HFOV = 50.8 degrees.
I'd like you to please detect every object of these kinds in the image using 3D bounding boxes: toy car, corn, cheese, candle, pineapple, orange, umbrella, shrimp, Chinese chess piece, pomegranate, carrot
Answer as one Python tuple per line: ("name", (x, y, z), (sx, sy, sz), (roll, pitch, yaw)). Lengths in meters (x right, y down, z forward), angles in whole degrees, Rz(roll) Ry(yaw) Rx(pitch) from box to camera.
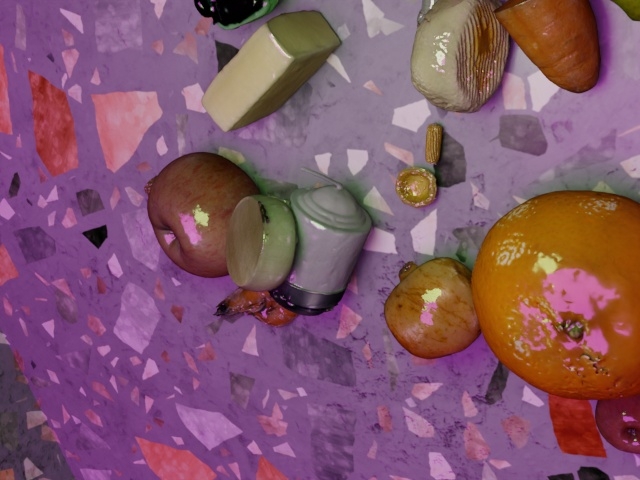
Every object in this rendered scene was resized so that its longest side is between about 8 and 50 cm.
("toy car", (-0.204, -0.677, 1.534), (0.213, 0.176, 0.358), (-12, 105, 36))
("corn", (0.252, -0.215, 1.502), (0.037, 0.037, 0.092), (13, 114, 28))
("cheese", (-0.115, -0.387, 1.538), (0.265, 0.242, 0.124), (-37, 87, 37))
("candle", (0.000, 0.000, 1.636), (0.221, 0.221, 0.342), (34, 121, 17))
("pineapple", (-0.439, -0.116, 1.964), (0.159, 0.074, 0.074), (42, 125, 2))
("orange", (0.495, 0.110, 1.296), (0.424, 0.326, 0.424), (13, 116, 27))
("umbrella", (0.235, -0.473, 1.403), (0.067, 0.062, 0.143), (0, 111, 0))
("shrimp", (-0.175, 0.186, 1.918), (0.317, 0.062, 0.164), (-24, 98, 34))
("Chinese chess piece", (-0.138, 0.006, 1.565), (0.238, 0.092, 0.237), (-21, 66, 58))
("pomegranate", (0.258, 0.150, 1.531), (0.248, 0.248, 0.248), (12, 115, 28))
("carrot", (0.441, -0.372, 1.257), (0.159, 0.159, 0.225), (-17, 117, 36))

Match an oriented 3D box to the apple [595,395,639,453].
("apple", (0.660, 0.378, 1.425), (0.153, 0.120, 0.153), (11, 114, 28))

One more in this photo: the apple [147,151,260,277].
("apple", (-0.310, -0.061, 1.775), (0.345, 0.269, 0.344), (13, 116, 28))

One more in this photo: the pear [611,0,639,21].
("pear", (0.524, -0.503, 1.142), (0.238, 0.164, 0.255), (7, 113, 28))

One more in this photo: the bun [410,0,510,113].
("bun", (0.270, -0.371, 1.338), (0.153, 0.244, 0.244), (26, 123, 45))

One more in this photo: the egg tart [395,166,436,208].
("egg tart", (0.224, -0.126, 1.553), (0.105, 0.039, 0.105), (12, 115, 28))
